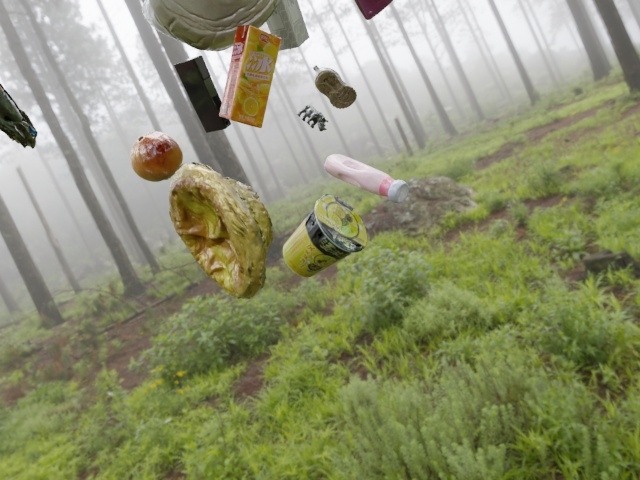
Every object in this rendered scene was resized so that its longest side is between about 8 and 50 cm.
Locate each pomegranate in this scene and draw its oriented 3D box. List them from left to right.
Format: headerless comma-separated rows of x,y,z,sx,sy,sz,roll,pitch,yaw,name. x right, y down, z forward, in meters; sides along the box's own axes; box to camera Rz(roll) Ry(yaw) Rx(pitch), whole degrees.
-0.659,-0.342,1.864,0.209,0.209,0.209,-25,1,1,pomegranate

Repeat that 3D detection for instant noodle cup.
0.000,0.000,1.485,0.236,0.216,0.215,-39,-8,37,instant noodle cup

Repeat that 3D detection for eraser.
-0.154,-0.816,1.457,0.098,0.404,0.096,4,47,31,eraser

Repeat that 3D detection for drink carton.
-0.175,-0.402,1.138,0.096,0.223,0.071,6,15,-40,drink carton

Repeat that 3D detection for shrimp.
-0.682,-0.218,0.943,0.054,0.222,0.290,6,-13,0,shrimp

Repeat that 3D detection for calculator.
0.147,-0.796,1.419,0.126,0.190,0.034,-40,31,3,calculator

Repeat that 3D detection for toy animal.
-0.021,-0.440,1.663,0.065,0.136,0.047,-47,-29,7,toy animal

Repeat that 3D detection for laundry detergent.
0.166,-0.224,1.647,0.159,0.088,0.335,5,19,-46,laundry detergent

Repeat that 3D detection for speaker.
-0.352,-0.439,1.392,0.082,0.218,0.044,-4,35,28,speaker

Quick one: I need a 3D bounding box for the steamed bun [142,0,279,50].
-0.257,-0.639,1.219,0.383,0.236,0.247,-44,31,-13,steamed bun

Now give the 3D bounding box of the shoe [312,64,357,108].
0.041,-0.522,1.557,0.180,0.092,0.089,26,-62,-41,shoe

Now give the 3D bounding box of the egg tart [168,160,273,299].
-0.208,-0.028,1.028,0.132,0.341,0.341,-34,6,-34,egg tart
